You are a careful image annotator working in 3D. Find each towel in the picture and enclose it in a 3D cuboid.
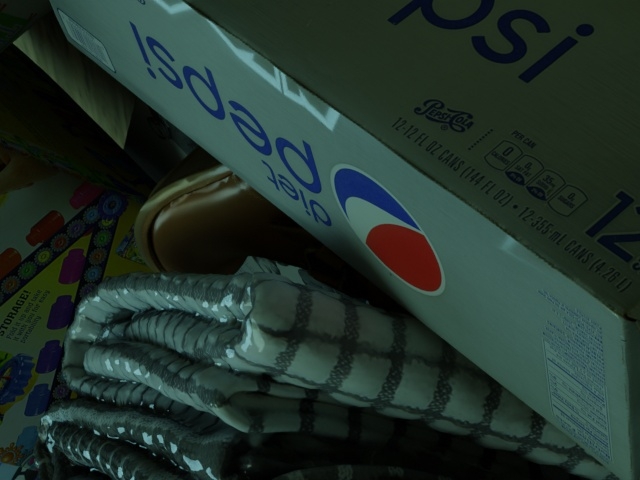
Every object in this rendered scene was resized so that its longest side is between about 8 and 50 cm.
[{"bbox_3d":[0.026,0.099,0.607,0.235,0.121,0.284,17,173,-21],"label":"towel"}]

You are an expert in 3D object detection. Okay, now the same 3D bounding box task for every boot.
[{"bbox_3d":[0.000,0.000,0.667,0.152,0.073,0.197,35,152,10],"label":"boot"}]

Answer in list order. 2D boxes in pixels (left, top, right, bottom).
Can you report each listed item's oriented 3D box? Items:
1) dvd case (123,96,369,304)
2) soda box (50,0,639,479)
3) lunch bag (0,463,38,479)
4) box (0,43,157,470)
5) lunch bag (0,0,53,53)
[{"bbox_3d":[-0.038,-0.016,0.842,0.179,0.029,0.238,49,164,2],"label":"dvd case"},{"bbox_3d":[0.022,-0.057,0.480,0.286,0.098,0.091,38,159,34],"label":"soda box"},{"bbox_3d":[-0.078,0.221,1.130,0.385,0.239,0.328,39,168,-22],"label":"lunch bag"},{"bbox_3d":[-0.275,-0.046,0.852,0.279,0.177,0.290,25,-167,-48],"label":"box"},{"bbox_3d":[-0.259,-0.231,0.801,0.303,0.115,0.243,41,167,30],"label":"lunch bag"}]
